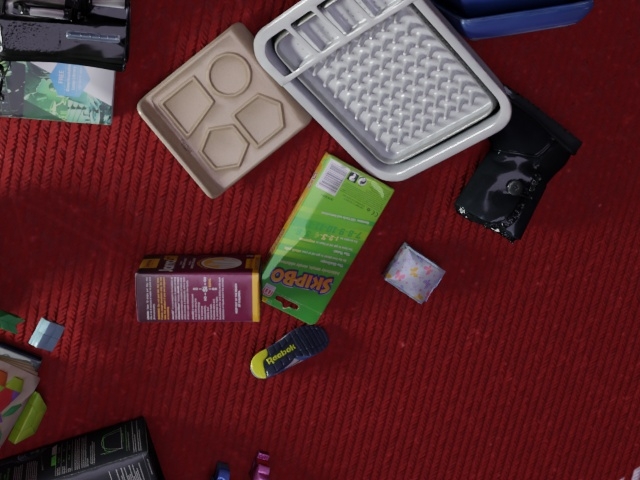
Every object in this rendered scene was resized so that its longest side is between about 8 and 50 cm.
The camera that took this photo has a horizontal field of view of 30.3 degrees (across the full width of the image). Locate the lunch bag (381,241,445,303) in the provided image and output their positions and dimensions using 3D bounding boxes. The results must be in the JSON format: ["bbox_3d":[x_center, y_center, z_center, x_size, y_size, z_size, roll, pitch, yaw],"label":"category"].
[{"bbox_3d":[0.152,0.055,1.928,0.083,0.053,0.071,33,96,-9],"label":"lunch bag"}]

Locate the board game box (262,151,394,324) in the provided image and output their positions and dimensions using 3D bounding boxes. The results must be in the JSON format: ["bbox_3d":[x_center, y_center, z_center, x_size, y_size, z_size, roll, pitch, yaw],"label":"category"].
[{"bbox_3d":[0.000,0.000,1.890,0.124,0.039,0.259,27,97,-17],"label":"board game box"}]

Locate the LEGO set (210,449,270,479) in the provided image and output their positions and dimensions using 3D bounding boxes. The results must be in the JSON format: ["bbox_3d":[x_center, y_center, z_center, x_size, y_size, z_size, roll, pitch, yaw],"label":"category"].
[{"bbox_3d":[-0.161,0.461,1.967,0.087,0.093,0.227,19,102,-16],"label":"LEGO set"}]

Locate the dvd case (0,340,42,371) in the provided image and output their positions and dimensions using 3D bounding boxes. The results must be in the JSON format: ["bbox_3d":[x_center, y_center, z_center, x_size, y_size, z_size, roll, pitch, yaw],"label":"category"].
[{"bbox_3d":[-0.582,0.217,1.842,0.238,0.029,0.179,25,100,-17],"label":"dvd case"}]

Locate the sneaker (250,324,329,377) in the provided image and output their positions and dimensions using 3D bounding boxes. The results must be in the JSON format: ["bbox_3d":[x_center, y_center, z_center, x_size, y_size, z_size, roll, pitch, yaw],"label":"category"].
[{"bbox_3d":[-0.054,0.182,1.929,0.144,0.059,0.053,-23,79,-20],"label":"sneaker"}]

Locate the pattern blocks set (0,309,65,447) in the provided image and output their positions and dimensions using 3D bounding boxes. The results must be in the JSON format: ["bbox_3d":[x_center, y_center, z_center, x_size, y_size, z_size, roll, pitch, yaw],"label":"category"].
[{"bbox_3d":[-0.500,0.257,1.755,0.026,0.285,0.325,24,95,25],"label":"pattern blocks set"}]

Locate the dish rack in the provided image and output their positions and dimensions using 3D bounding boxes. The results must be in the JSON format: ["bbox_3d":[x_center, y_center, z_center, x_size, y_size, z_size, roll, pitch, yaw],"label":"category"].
[{"bbox_3d":[0.097,-0.255,1.753,0.285,0.072,0.333,-27,118,39],"label":"dish rack"}]

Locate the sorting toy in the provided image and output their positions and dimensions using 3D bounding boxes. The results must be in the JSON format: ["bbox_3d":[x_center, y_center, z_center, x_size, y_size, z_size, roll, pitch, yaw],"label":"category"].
[{"bbox_3d":[-0.145,-0.198,1.803,0.208,0.038,0.193,-40,110,-3],"label":"sorting toy"}]

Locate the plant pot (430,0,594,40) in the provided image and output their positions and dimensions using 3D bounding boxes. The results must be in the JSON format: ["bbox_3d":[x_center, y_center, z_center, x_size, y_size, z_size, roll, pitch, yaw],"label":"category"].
[{"bbox_3d":[0.262,-0.420,1.717,0.235,0.236,0.212,-11,115,-9],"label":"plant pot"}]

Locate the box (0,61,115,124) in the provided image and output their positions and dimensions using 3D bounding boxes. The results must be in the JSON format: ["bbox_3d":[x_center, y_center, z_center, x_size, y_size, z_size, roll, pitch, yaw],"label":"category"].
[{"bbox_3d":[-0.453,-0.295,1.697,0.321,0.058,0.232,3,106,-12],"label":"box"}]

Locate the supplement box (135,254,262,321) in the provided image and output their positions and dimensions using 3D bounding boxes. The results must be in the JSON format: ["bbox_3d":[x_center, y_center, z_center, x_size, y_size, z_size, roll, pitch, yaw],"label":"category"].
[{"bbox_3d":[-0.185,0.073,1.823,0.188,0.104,0.081,0,105,-1],"label":"supplement box"}]

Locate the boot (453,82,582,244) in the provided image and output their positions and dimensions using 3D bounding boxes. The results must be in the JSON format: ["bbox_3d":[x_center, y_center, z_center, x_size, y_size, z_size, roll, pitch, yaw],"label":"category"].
[{"bbox_3d":[0.274,-0.130,1.872,0.246,0.094,0.207,32,94,-25],"label":"boot"}]

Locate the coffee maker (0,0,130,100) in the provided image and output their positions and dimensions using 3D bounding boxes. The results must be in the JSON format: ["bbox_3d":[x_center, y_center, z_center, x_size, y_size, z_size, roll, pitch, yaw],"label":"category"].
[{"bbox_3d":[-0.356,-0.282,1.644,0.178,0.120,0.171,5,129,-12],"label":"coffee maker"}]

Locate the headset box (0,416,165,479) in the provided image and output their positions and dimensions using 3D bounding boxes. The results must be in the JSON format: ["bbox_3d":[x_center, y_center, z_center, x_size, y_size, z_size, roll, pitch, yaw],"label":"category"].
[{"bbox_3d":[-0.382,0.454,1.900,0.283,0.131,0.246,-17,110,-6],"label":"headset box"}]
